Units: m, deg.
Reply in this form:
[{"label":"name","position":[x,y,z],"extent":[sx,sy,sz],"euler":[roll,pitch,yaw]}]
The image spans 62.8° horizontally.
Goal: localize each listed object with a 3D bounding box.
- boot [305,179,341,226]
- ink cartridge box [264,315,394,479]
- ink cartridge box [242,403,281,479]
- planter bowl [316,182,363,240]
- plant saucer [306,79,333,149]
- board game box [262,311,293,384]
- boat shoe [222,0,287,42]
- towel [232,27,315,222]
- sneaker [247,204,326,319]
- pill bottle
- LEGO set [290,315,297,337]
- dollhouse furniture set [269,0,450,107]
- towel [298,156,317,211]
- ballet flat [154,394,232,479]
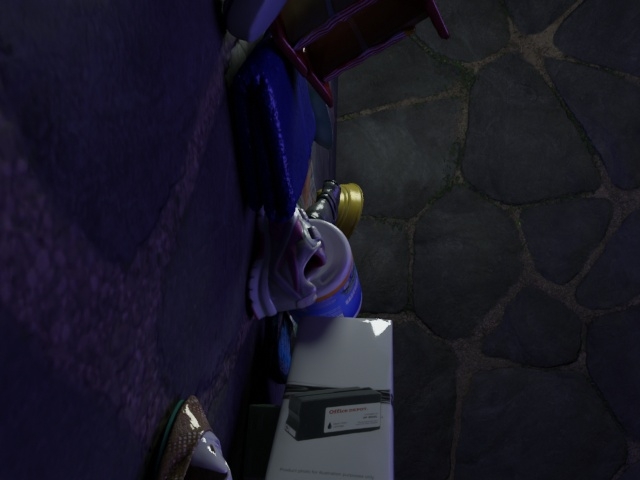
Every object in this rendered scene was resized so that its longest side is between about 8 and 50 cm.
[{"label":"boot","position":[0.000,0.000,1.163],"extent":[0.161,0.083,0.247],"euler":[-56,161,-49]},{"label":"ink cartridge box","position":[0.025,0.348,0.787],"extent":[0.395,0.166,0.286],"euler":[-78,168,-55]},{"label":"ink cartridge box","position":[-0.077,0.363,0.864],"extent":[0.235,0.056,0.171],"euler":[79,13,-70]},{"label":"planter bowl","position":[0.016,-0.077,1.462],"extent":[0.217,0.090,0.217],"euler":[-41,-143,40]},{"label":"plant saucer","position":[-0.021,-0.305,1.252],"extent":[0.195,0.037,0.195],"euler":[161,-90,-82]},{"label":"board game box","position":[-0.078,0.199,0.997],"extent":[0.186,0.026,0.126],"euler":[79,13,-68]},{"label":"boat shoe","position":[-0.051,-0.418,0.580],"extent":[0.367,0.156,0.136],"euler":[-60,-174,12]},{"label":"towel","position":[-0.069,-0.195,0.795],"extent":[0.308,0.076,0.228],"euler":[-81,164,-55]},{"label":"sneaker","position":[-0.044,0.007,0.837],"extent":[0.103,0.111,0.252],"euler":[82,10,-63]},{"label":"pill bottle","position":[-0.001,0.089,0.996],"extent":[0.272,0.152,0.152],"euler":[70,21,-60]},{"label":"LEGO set","position":[-0.032,0.202,1.362],"extent":[0.244,0.060,0.183],"euler":[81,11,-48]},{"label":"dollhouse furniture set","position":[0.026,-0.416,0.772],"extent":[0.152,0.201,0.374],"euler":[36,36,-53]},{"label":"towel","position":[-0.041,-0.124,1.230],"extent":[0.370,0.040,0.272],"euler":[81,12,-58]},{"label":"ballet flat","position":[-0.105,0.210,0.409],"extent":[0.206,0.067,0.073],"euler":[-83,171,-56]}]
